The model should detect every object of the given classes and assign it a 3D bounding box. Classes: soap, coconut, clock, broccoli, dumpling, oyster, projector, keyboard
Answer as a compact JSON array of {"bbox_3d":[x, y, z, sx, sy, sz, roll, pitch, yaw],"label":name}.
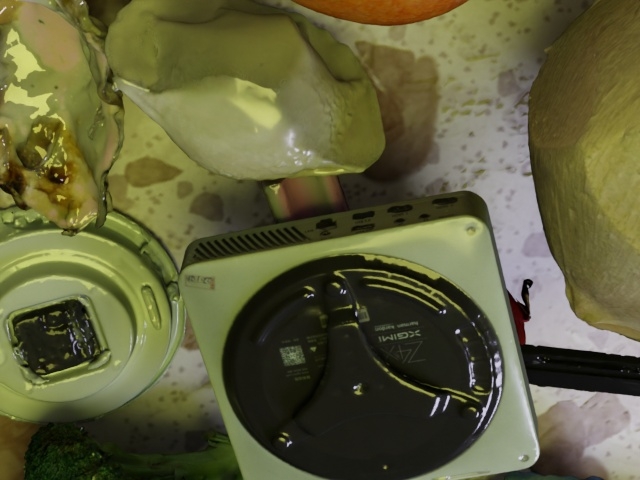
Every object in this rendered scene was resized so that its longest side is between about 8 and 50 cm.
[{"bbox_3d":[0.000,0.000,1.517,0.065,0.122,0.203,-19,121,1],"label":"soap"},{"bbox_3d":[0.332,-0.073,1.409,0.360,0.346,0.346,-40,118,12],"label":"coconut"},{"bbox_3d":[-0.234,0.076,1.557,0.236,0.053,0.236,-5,120,-9],"label":"clock"},{"bbox_3d":[-0.145,0.282,1.584,0.275,0.308,0.308,-49,122,-23],"label":"broccoli"},{"bbox_3d":[-0.052,-0.134,1.410,0.215,0.166,0.126,6,145,12],"label":"dumpling"},{"bbox_3d":[-0.261,-0.161,1.405,0.201,0.107,0.355,0,133,13],"label":"oyster"},{"bbox_3d":[0.035,0.100,1.455,0.257,0.079,0.259,-11,119,10],"label":"projector"},{"bbox_3d":[0.264,0.114,1.462,0.250,0.017,0.087,3,157,36],"label":"keyboard"}]

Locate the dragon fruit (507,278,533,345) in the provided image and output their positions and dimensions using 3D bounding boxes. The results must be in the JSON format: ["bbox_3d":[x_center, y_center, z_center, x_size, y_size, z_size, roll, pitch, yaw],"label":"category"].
[{"bbox_3d":[0.128,0.088,1.582,0.136,0.133,0.166,-9,142,38],"label":"dragon fruit"}]

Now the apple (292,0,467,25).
[{"bbox_3d":[0.047,-0.298,1.278,0.299,0.275,0.299,-7,123,-11],"label":"apple"}]

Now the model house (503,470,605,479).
[{"bbox_3d":[0.233,0.367,1.660,0.329,0.295,0.252,-20,124,4],"label":"model house"}]
